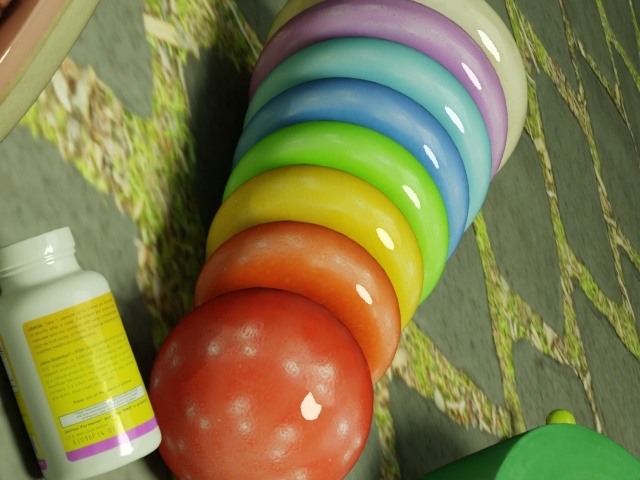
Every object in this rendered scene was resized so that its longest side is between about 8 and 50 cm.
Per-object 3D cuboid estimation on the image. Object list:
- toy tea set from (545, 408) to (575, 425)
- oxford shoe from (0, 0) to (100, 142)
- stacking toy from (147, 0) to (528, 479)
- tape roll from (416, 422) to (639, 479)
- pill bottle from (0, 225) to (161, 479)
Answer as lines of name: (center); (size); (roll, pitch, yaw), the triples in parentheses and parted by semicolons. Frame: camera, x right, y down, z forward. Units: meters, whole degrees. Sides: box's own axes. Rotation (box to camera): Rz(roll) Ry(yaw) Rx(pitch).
toy tea set: (0.223, 0.274, 1.147); (0.200, 0.124, 0.336); (43, 34, -55)
oxford shoe: (-0.090, -0.129, 0.642); (0.130, 0.123, 0.348); (76, 23, -46)
stacking toy: (0.000, 0.000, 0.804); (0.141, 0.141, 0.330); (63, 28, -24)
tape roll: (0.146, 0.256, 0.918); (0.321, 0.077, 0.321); (38, 37, -36)
pill bottle: (-0.088, 0.039, 0.616); (0.043, 0.043, 0.083); (-27, 99, -71)
